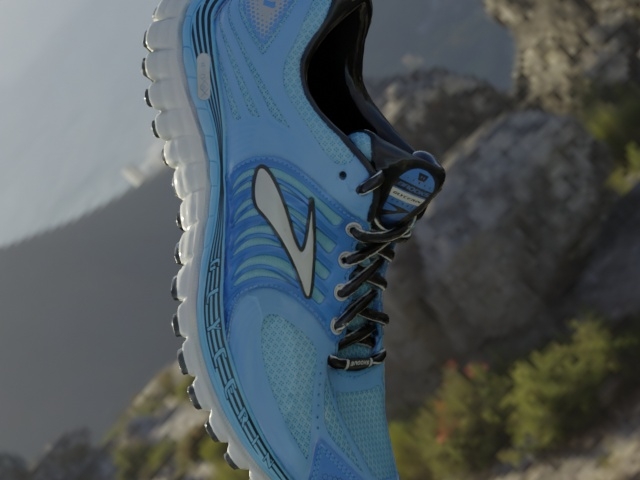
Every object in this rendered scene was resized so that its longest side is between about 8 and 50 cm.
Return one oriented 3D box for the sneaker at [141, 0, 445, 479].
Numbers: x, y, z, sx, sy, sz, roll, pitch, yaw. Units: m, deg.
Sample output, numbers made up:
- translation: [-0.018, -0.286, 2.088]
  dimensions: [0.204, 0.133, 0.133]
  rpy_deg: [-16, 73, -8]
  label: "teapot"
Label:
- translation: [0.000, 0.000, 0.490]
  dimensions: [0.073, 0.162, 0.063]
  rpy_deg: [-13, -4, 24]
  label: "sneaker"
